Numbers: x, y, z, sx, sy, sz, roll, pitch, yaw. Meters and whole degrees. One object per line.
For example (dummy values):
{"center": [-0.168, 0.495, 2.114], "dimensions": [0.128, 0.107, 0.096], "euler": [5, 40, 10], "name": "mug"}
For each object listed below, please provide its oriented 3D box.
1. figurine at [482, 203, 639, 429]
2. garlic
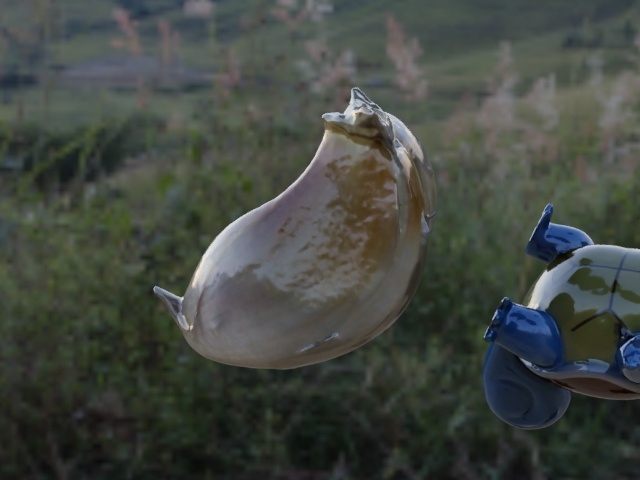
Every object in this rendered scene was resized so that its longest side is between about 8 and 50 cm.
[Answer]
{"center": [0.327, 0.092, 1.850], "dimensions": [0.416, 0.243, 0.298], "euler": [-18, 20, 36], "name": "figurine"}
{"center": [0.000, 0.000, 1.731], "dimensions": [0.249, 0.313, 0.286], "euler": [28, 12, -27], "name": "garlic"}
